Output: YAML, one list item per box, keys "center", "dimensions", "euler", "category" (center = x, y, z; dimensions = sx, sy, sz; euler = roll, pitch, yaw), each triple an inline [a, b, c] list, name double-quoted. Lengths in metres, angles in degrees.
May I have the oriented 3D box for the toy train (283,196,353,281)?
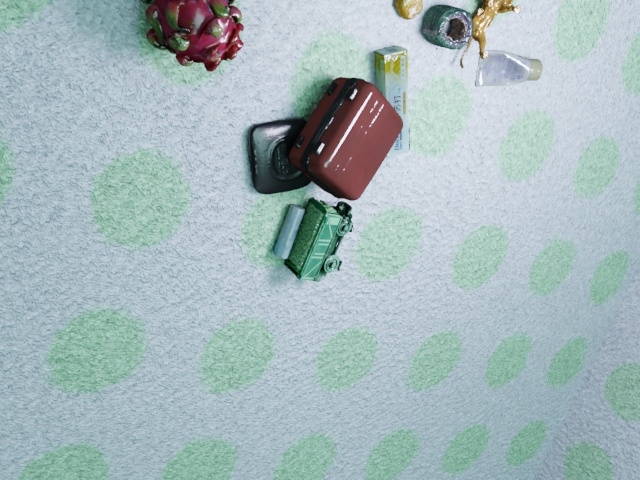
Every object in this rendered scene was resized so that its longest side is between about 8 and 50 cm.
- center: [0.000, 0.000, 2.031]
  dimensions: [0.154, 0.115, 0.270]
  euler: [8, 115, -37]
  category: "toy train"

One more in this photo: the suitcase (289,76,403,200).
- center: [0.073, -0.278, 1.869]
  dimensions: [0.236, 0.161, 0.297]
  euler: [38, 80, -46]
  category: "suitcase"

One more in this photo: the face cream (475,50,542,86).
- center: [0.602, -0.553, 2.185]
  dimensions: [0.224, 0.070, 0.114]
  euler: [-4, 116, -19]
  category: "face cream"

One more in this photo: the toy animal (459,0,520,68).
- center: [0.481, -0.640, 2.039]
  dimensions: [0.114, 0.116, 0.255]
  euler: [33, 99, -17]
  category: "toy animal"

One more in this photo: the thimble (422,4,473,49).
- center: [0.371, -0.619, 1.965]
  dimensions: [0.135, 0.090, 0.119]
  euler: [8, 106, -34]
  category: "thimble"

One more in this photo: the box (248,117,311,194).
- center: [-0.104, -0.230, 1.881]
  dimensions: [0.201, 0.042, 0.213]
  euler: [-17, 122, -28]
  category: "box"

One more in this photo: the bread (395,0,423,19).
- center: [0.248, -0.658, 1.892]
  dimensions: [0.083, 0.046, 0.081]
  euler: [4, 117, -37]
  category: "bread"

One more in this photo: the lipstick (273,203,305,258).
- center: [-0.092, -0.027, 1.991]
  dimensions: [0.048, 0.048, 0.158]
  euler: [10, 107, -37]
  category: "lipstick"

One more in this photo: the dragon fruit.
- center: [-0.294, -0.513, 1.515]
  dimensions: [0.218, 0.273, 0.198]
  euler: [-30, 164, 10]
  category: "dragon fruit"

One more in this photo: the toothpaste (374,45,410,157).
- center: [0.210, -0.403, 1.987]
  dimensions: [0.089, 0.071, 0.313]
  euler: [-18, 123, -21]
  category: "toothpaste"
